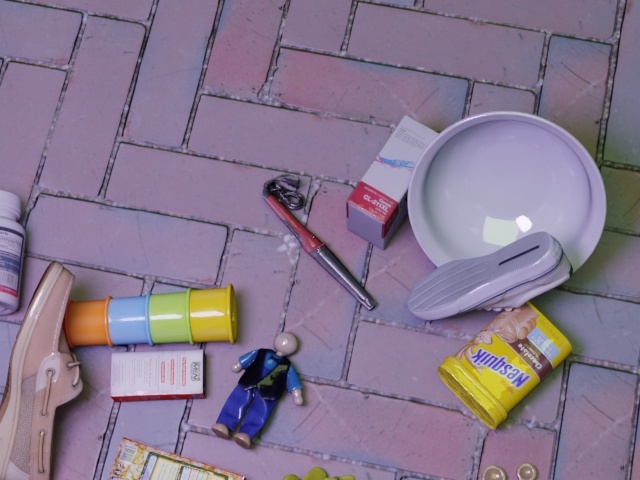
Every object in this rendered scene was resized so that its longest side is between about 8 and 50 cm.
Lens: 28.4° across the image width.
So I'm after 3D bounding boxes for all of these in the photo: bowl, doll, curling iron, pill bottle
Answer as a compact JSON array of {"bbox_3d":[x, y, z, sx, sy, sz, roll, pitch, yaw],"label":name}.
[{"bbox_3d":[0.288,-0.077,1.932,0.298,0.297,0.134,14,27,6],"label":"bowl"},{"bbox_3d":[-0.085,0.222,1.912,0.129,0.046,0.189,21,66,18],"label":"doll"},{"bbox_3d":[0.000,0.000,1.995,0.068,0.035,0.274,-34,73,-10],"label":"curling iron"},{"bbox_3d":[-0.515,0.018,1.965,0.108,0.108,0.180,1,70,2],"label":"pill bottle"}]

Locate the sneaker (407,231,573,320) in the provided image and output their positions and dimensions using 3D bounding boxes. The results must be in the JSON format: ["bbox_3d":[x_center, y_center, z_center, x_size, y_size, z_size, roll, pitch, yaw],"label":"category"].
[{"bbox_3d":[0.255,0.074,1.886,0.258,0.091,0.094,-21,40,30],"label":"sneaker"}]

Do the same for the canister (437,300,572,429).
[{"bbox_3d":[0.280,0.182,1.904,0.170,0.073,0.126,-41,74,-14],"label":"canister"}]

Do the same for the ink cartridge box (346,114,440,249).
[{"bbox_3d":[0.115,-0.091,1.975,0.072,0.127,0.175,31,74,12],"label":"ink cartridge box"}]

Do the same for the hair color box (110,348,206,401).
[{"bbox_3d":[-0.246,0.206,1.924,0.141,0.043,0.071,-2,70,2],"label":"hair color box"}]

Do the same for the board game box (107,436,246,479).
[{"bbox_3d":[-0.224,0.389,1.857,0.194,0.045,0.146,17,71,7],"label":"board game box"}]

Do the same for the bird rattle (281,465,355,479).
[{"bbox_3d":[-0.007,0.453,1.792,0.207,0.143,0.253,31,76,-5],"label":"bird rattle"}]

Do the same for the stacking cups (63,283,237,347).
[{"bbox_3d":[-0.289,0.115,1.933,0.316,0.096,0.096,-1,70,2],"label":"stacking cups"}]

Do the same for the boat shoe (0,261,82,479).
[{"bbox_3d":[-0.404,0.200,1.862,0.110,0.121,0.341,15,99,-9],"label":"boat shoe"}]

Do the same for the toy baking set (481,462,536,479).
[{"bbox_3d":[0.295,0.437,1.834,0.256,0.030,0.197,39,76,14],"label":"toy baking set"}]
